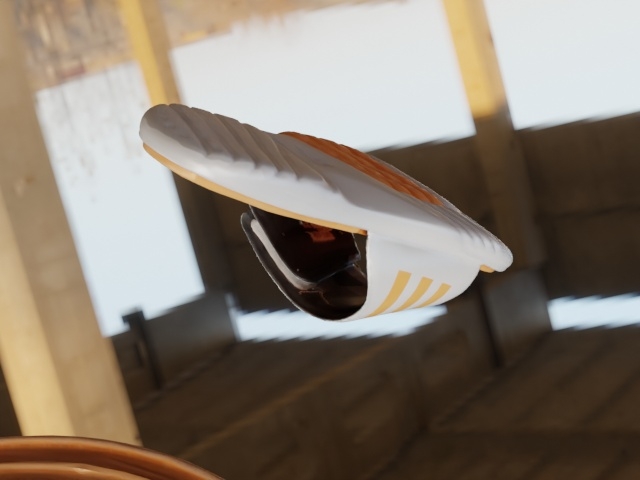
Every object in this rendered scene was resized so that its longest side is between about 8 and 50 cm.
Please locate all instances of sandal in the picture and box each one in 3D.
[{"bbox_3d":[-0.008,-0.005,0.833,0.102,0.076,0.265,37,-166,36],"label":"sandal"}]

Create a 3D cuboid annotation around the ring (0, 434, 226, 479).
[{"bbox_3d":[-0.122,0.199,0.441,0.337,0.032,0.336,-15,-133,17],"label":"ring"}]
